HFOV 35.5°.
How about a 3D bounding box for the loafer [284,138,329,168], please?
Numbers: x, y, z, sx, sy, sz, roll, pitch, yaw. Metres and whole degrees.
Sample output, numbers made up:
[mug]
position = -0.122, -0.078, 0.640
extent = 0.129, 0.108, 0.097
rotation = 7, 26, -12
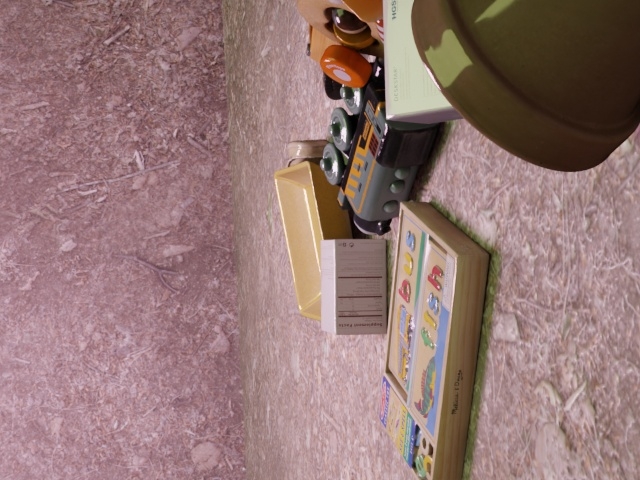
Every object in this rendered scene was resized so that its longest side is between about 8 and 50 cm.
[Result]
[loafer]
position = -0.030, -0.160, 2.281
extent = 0.268, 0.102, 0.092
rotation = 110, 155, -76

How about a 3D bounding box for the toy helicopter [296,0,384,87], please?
[toy helicopter]
position = 0.102, -0.337, 1.454
extent = 0.355, 0.235, 0.140
rotation = 14, 71, 44

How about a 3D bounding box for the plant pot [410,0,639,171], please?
[plant pot]
position = 0.256, -0.232, 0.951
extent = 0.229, 0.263, 0.263
rotation = -46, 43, 43

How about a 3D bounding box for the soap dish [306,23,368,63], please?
[soap dish]
position = 0.036, -0.487, 1.865
extent = 0.229, 0.118, 0.291
rotation = 99, 170, -55

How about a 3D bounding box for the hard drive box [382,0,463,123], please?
[hard drive box]
position = 0.189, -0.248, 1.236
extent = 0.232, 0.089, 0.181
rotation = -1, 90, 47

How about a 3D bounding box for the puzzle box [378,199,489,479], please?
[puzzle box]
position = 0.171, 0.166, 1.592
extent = 0.272, 0.052, 0.409
rotation = -127, 38, -67

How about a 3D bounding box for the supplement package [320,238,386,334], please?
[supplement package]
position = 0.062, 0.087, 1.900
extent = 0.105, 0.105, 0.179
rotation = 180, 90, -75

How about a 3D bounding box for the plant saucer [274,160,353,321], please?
[plant saucer]
position = 0.000, 0.000, 2.111
extent = 0.333, 0.081, 0.333
rotation = 180, 79, -75

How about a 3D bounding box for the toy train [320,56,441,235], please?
[toy train]
position = 0.100, -0.158, 1.709
extent = 0.334, 0.142, 0.190
rotation = 106, 148, -48

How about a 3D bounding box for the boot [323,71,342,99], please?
[boot]
position = 0.026, -0.413, 2.093
extent = 0.137, 0.077, 0.198
rotation = -102, 17, -53
